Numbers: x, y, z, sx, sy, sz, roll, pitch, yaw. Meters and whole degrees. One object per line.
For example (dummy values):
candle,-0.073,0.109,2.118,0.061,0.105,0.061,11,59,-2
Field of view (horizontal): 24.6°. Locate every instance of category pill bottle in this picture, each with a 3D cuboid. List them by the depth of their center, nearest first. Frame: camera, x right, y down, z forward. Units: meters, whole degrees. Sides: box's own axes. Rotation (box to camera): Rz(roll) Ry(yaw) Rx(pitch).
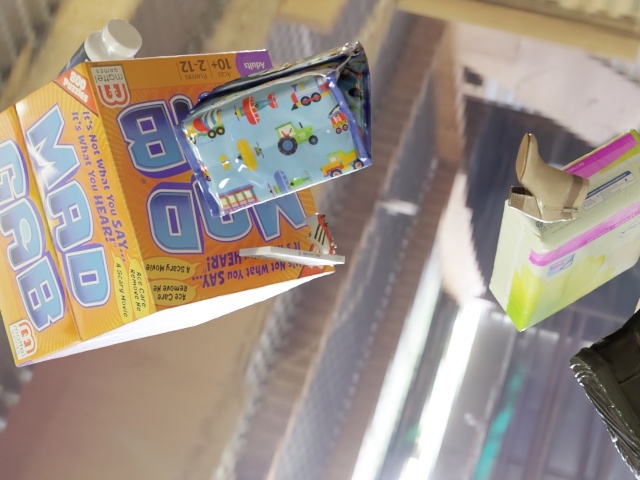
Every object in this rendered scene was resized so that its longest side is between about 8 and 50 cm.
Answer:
pill bottle,-0.385,-0.306,2.560,0.169,0.094,0.094,-44,7,34

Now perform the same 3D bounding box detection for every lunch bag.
lunch bag,-0.047,-0.174,1.948,0.293,0.221,0.138,-79,-31,-65

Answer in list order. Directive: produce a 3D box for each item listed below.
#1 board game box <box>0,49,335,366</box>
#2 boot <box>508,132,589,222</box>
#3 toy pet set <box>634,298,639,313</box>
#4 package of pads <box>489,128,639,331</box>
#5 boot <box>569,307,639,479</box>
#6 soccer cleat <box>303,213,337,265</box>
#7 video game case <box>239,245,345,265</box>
board game box,-0.264,-0.050,2.188,0.356,0.356,0.357,-12,-98,-46
boot,0.268,-0.071,1.698,0.042,0.087,0.118,-84,2,-46
toy pet set,0.535,0.116,2.207,0.065,0.114,0.122,2,68,65
package of pads,0.367,-0.014,2.095,0.229,0.101,0.296,-29,-24,-14
boot,0.482,0.200,2.005,0.207,0.246,0.094,-33,4,-14
soccer cleat,0.000,0.000,2.129,0.029,0.035,0.083,-77,-29,-65
video game case,-0.040,0.022,2.039,0.087,0.122,0.011,-6,78,57
